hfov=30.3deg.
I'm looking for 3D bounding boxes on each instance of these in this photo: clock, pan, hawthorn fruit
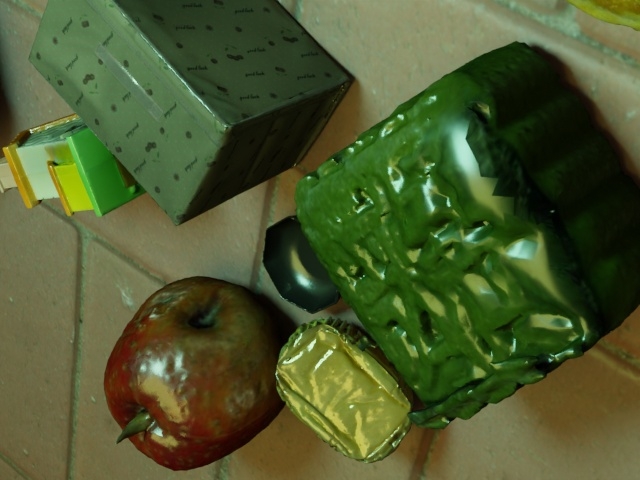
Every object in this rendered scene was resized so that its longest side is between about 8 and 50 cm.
[{"bbox_3d":[-0.309,-0.116,1.598,0.255,0.220,0.106,-4,112,44],"label":"clock"},{"bbox_3d":[0.009,0.014,1.508,0.202,0.048,0.128,-26,96,48],"label":"pan"},{"bbox_3d":[-0.169,0.182,1.621,0.258,0.262,0.258,43,172,7],"label":"hawthorn fruit"}]

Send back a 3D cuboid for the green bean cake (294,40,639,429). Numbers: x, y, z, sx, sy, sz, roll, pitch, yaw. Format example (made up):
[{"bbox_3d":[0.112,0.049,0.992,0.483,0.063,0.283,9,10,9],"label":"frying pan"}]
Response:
[{"bbox_3d":[0.151,-0.002,1.254,0.319,0.218,0.335,55,135,4],"label":"green bean cake"}]

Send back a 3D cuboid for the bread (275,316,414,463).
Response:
[{"bbox_3d":[0.032,0.188,1.522,0.190,0.114,0.132,44,100,-2],"label":"bread"}]

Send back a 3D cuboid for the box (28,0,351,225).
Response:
[{"bbox_3d":[-0.160,-0.208,1.408,0.297,0.225,0.190,49,135,12],"label":"box"}]

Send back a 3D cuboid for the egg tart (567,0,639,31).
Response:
[{"bbox_3d":[0.300,-0.341,0.991,0.341,0.132,0.341,22,127,32],"label":"egg tart"}]
